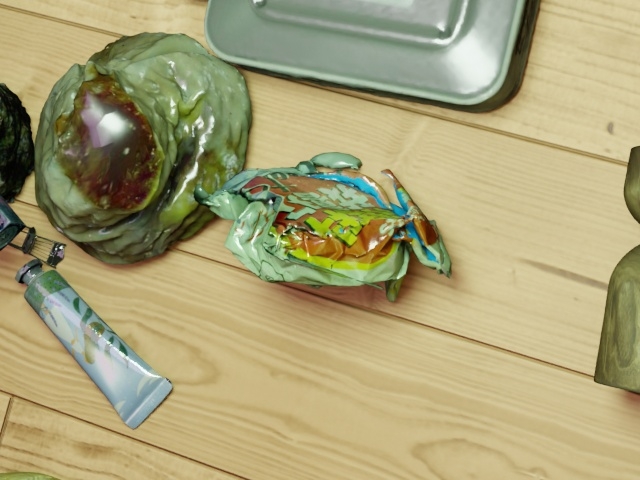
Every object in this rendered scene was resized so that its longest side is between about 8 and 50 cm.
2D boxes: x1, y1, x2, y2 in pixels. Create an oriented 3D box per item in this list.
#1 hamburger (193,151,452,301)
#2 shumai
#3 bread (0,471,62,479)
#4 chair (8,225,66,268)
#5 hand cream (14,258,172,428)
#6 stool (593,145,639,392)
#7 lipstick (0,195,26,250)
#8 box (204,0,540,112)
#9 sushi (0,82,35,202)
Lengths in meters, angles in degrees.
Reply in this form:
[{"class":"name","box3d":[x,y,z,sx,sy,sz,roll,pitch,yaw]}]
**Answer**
[{"class":"hamburger","box3d":[0.001,0.002,1.768,0.276,0.260,0.150,34,126,51]},{"class":"shumai","box3d":[-0.268,-0.128,1.835,0.304,0.263,0.309,20,93,18]},{"class":"bread","box3d":[-0.397,0.387,1.914,0.257,0.124,0.186,-12,81,17]},{"class":"chair","box3d":[-0.382,0.003,1.989,0.086,0.042,0.037,24,96,-16]},{"class":"hand cream","box3d":[-0.298,0.125,1.943,0.256,0.055,0.088,46,105,10]},{"class":"stool","box3d":[0.403,0.041,1.622,0.179,0.179,0.264,10,89,20]},{"class":"lipstick","box3d":[-0.483,-0.117,1.850,0.051,0.051,0.312,-44,77,9]},{"class":"box","box3d":[0.077,-0.374,1.808,0.396,0.111,0.396,12,88,18]},{"class":"sushi","box3d":[-0.557,-0.125,1.988,0.350,0.171,0.211,2,86,19]}]
